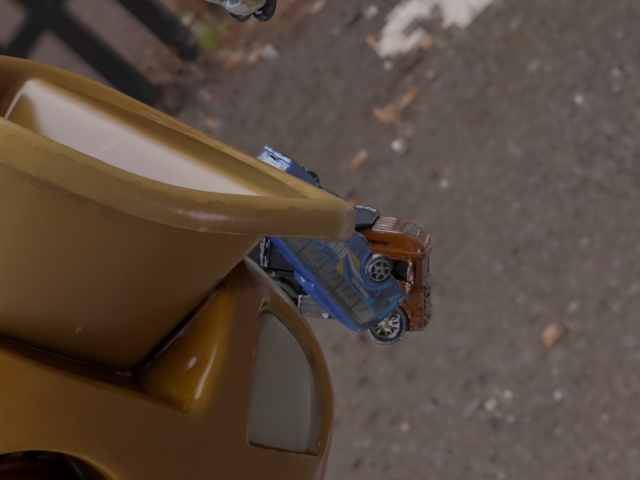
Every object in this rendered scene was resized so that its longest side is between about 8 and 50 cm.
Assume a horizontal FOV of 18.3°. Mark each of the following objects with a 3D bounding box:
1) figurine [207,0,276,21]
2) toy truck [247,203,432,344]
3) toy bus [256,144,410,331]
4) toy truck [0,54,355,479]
[{"bbox_3d":[-0.092,-0.226,1.616,0.086,0.149,0.087,9,82,40],"label":"figurine"},{"bbox_3d":[-0.007,0.020,1.540,0.083,0.192,0.092,-51,-32,-77],"label":"toy truck"},{"bbox_3d":[0.000,0.000,1.395,0.061,0.153,0.051,-42,32,-6],"label":"toy bus"},{"bbox_3d":[-0.115,0.045,0.777,0.204,0.288,0.212,28,96,39],"label":"toy truck"}]
